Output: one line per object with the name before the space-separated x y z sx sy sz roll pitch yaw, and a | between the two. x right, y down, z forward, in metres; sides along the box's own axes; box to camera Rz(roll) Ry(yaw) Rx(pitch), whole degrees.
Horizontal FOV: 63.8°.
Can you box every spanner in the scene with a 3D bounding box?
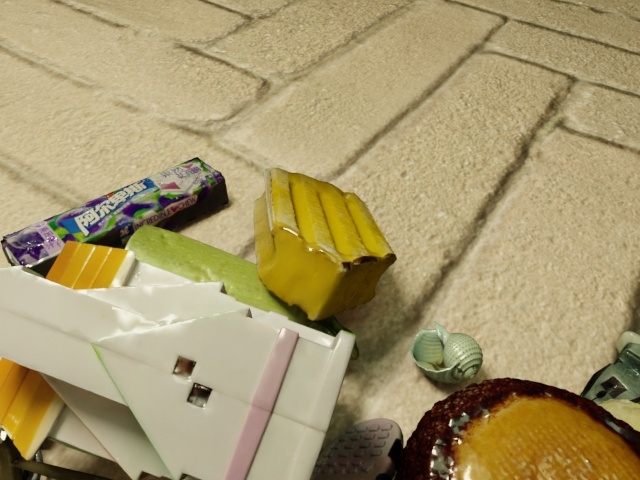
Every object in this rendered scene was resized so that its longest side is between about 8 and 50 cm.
spanner | 0.435 0.144 0.641 0.324 0.040 0.096 -18 48 -23

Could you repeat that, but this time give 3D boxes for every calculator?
calculator | 0.023 0.226 0.484 0.166 0.103 0.024 -38 103 -50

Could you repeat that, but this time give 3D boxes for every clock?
clock | -0.148 0.112 0.445 0.309 0.235 0.166 21 72 3

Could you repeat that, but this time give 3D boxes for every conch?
conch | 0.150 0.139 0.610 0.076 0.057 0.085 -27 20 -7

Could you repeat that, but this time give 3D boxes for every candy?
candy | -0.279 -0.033 0.737 0.312 0.061 0.088 -32 53 -31

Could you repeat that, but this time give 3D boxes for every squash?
squash | -0.092 0.079 0.626 0.287 0.137 0.137 16 44 -7

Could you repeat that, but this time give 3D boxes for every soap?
soap | 0.000 0.000 0.641 0.160 0.080 0.257 17 23 -16

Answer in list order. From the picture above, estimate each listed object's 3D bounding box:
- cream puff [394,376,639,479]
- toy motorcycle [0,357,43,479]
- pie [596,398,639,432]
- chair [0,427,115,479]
cream puff | 0.174 0.239 0.433 0.239 0.165 0.239 2 45 -3
toy motorcycle | -0.328 0.151 0.540 0.151 0.074 0.229 9 54 -3
pie | 0.354 0.224 0.468 0.052 0.185 0.218 -48 57 1
chair | -0.191 0.260 0.356 0.272 0.166 0.188 13 72 15
